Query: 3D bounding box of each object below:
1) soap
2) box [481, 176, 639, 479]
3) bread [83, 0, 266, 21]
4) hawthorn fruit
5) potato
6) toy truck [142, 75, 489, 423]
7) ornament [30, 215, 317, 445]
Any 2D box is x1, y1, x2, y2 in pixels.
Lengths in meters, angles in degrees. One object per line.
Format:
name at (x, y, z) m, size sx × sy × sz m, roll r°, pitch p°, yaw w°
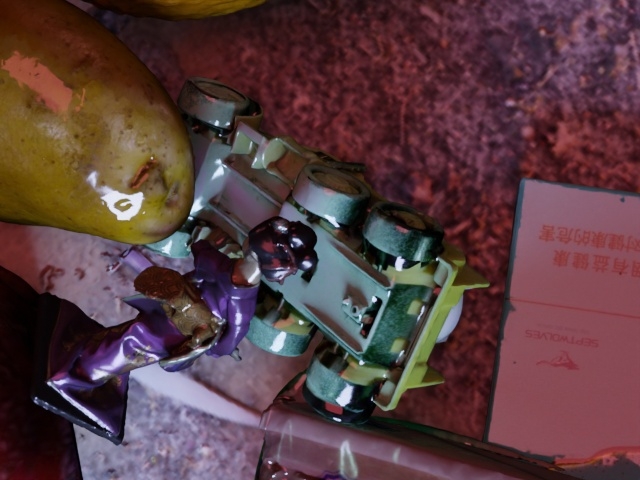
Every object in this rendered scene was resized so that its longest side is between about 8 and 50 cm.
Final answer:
soap at (0.078, 0.212, 0.843) m, size 0.273 × 0.098 × 0.218 m, roll 12°, pitch 86°, yaw 26°
box at (0.197, 0.081, 0.910) m, size 0.162 × 0.041 × 0.229 m, roll 8°, pitch 84°, yaw 9°
bread at (-0.090, -0.319, 0.858) m, size 0.336 × 0.204 × 0.358 m, roll 5°, pitch 75°, yaw -12°
hawthorn fruit at (-0.277, 0.120, 0.889) m, size 0.249 × 0.215 × 0.215 m, roll -30°, pitch 81°, yaw 7°
potato at (-0.240, -0.103, 0.886) m, size 0.369 × 0.176 × 0.195 m, roll 24°, pitch 113°, yaw 24°
toy truck at (-0.004, -0.001, 0.893) m, size 0.259 × 0.135 × 0.128 m, roll 35°, pitch 113°, yaw 32°
ornament at (-0.081, 0.035, 0.833) m, size 0.203 × 0.088 × 0.081 m, roll -35°, pitch 44°, yaw 24°
